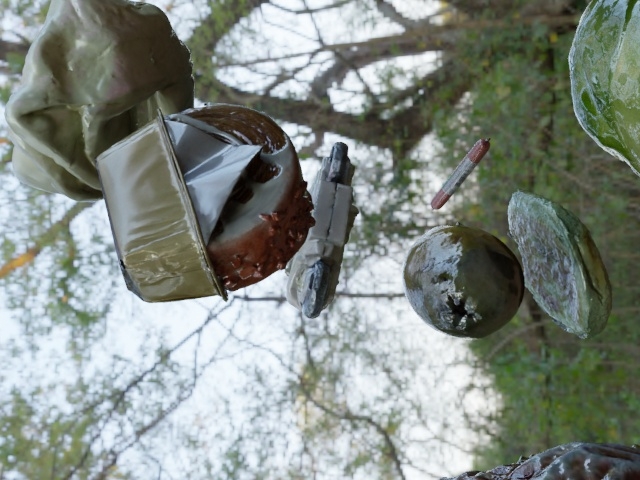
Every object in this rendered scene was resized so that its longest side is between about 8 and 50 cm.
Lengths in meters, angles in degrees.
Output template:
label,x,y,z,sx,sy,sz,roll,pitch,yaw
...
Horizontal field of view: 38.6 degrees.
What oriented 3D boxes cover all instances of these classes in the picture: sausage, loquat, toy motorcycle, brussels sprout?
label,x,y,z,sx,sy,sz,roll,pitch,yaw
sausage,0.285,-0.133,1.874,0.223,0.029,0.029,-55,13,42
loquat,0.223,0.063,1.420,0.227,0.179,0.179,-129,27,-63
toy motorcycle,0.000,0.000,1.607,0.223,0.108,0.340,113,168,-63
brussels sprout,0.558,-0.251,1.460,0.315,0.276,0.371,-22,-84,-49

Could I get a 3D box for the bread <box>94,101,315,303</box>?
label,x,y,z,sx,sy,sz,roll,pitch,yaw
bread,-0.116,-0.040,0.957,0.142,0.212,0.224,81,168,-53

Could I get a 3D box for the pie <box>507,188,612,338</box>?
label,x,y,z,sx,sy,sz,roll,pitch,yaw
pie,0.418,0.041,1.625,0.302,0.067,0.302,159,90,-82

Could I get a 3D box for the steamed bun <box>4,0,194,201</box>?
label,x,y,z,sx,sy,sz,roll,pitch,yaw
steamed bun,-0.267,-0.173,1.188,0.268,0.207,0.280,124,165,-73

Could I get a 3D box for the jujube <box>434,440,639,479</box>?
label,x,y,z,sx,sy,sz,roll,pitch,yaw
jujube,0.191,0.300,0.839,0.226,0.317,0.226,29,-128,-44

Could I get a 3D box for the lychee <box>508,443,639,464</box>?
label,x,y,z,sx,sy,sz,roll,pitch,yaw
lychee,0.330,0.414,1.217,0.320,0.270,0.270,-52,18,46
